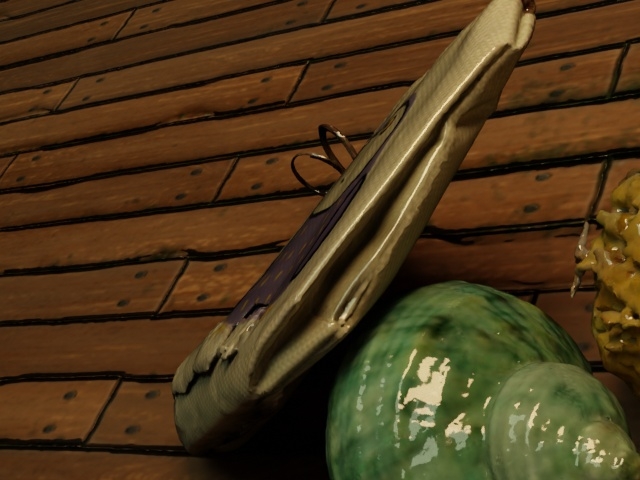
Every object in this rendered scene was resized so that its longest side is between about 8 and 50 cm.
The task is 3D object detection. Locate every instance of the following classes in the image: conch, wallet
[{"bbox_3d":[0.084,0.094,0.615,0.176,0.122,0.188,-4,33,-28],"label":"conch"},{"bbox_3d":[0.003,0.001,0.735,0.275,0.068,0.335,-61,7,-26],"label":"wallet"}]

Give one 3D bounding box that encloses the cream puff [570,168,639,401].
[{"bbox_3d":[0.218,0.012,0.605,0.189,0.129,0.189,-21,33,14],"label":"cream puff"}]
